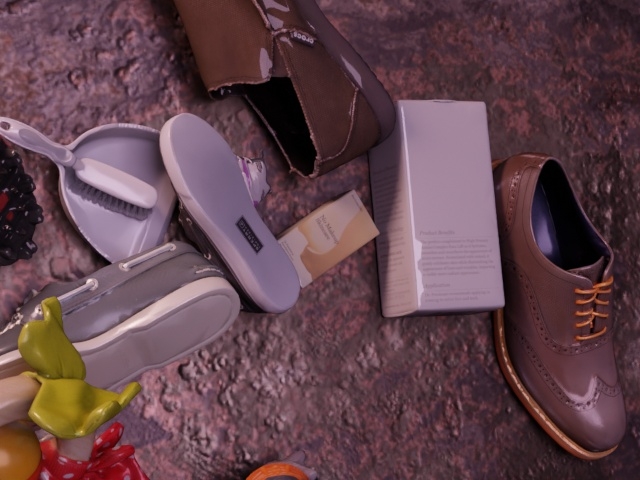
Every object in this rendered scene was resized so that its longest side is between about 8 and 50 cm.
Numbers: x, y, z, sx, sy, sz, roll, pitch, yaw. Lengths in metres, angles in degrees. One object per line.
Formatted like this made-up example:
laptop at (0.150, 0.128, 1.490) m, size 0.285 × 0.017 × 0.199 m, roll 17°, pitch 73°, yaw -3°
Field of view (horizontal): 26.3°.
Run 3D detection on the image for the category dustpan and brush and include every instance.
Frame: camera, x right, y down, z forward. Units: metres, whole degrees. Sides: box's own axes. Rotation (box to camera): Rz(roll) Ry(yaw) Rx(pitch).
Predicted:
dustpan and brush at (-0.228, -0.067, 1.336) m, size 0.211 × 0.060 × 0.147 m, roll 25°, pitch 72°, yaw -22°

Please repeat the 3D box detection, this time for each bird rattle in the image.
bird rattle at (-0.258, 0.179, 1.204) m, size 0.207 × 0.253 × 0.143 m, roll -19°, pitch 56°, yaw -24°

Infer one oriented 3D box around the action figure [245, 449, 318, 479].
action figure at (0.027, 0.308, 1.274) m, size 0.341 × 0.330 × 0.178 m, roll -8°, pitch 119°, yaw -18°

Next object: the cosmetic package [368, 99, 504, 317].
cosmetic package at (0.124, -0.034, 1.502) m, size 0.117 × 0.085 × 0.231 m, roll 0°, pitch 81°, yaw -27°

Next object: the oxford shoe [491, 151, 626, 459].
oxford shoe at (0.270, 0.077, 1.531) m, size 0.130 × 0.133 × 0.363 m, roll -25°, pitch 95°, yaw -28°

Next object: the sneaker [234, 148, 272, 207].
sneaker at (-0.086, -0.081, 1.428) m, size 0.069 × 0.038 × 0.098 m, roll -40°, pitch 111°, yaw -27°

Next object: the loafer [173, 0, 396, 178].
loafer at (-0.072, -0.208, 1.392) m, size 0.366 × 0.134 × 0.130 m, roll 46°, pitch 63°, yaw -14°

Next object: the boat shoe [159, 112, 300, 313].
boat shoe at (-0.105, -0.020, 1.384) m, size 0.228 × 0.076 × 0.080 m, roll 56°, pitch 46°, yaw -18°

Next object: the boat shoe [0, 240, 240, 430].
boat shoe at (-0.238, 0.091, 1.301) m, size 0.319 × 0.116 × 0.099 m, roll -23°, pitch 53°, yaw -17°

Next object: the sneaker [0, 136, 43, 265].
sneaker at (-0.367, -0.080, 1.251) m, size 0.276 × 0.135 × 0.097 m, roll 53°, pitch 49°, yaw -37°

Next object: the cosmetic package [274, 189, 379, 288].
cosmetic package at (0.000, 0.000, 1.455) m, size 0.115 × 0.041 × 0.060 m, roll -36°, pitch 99°, yaw -26°
